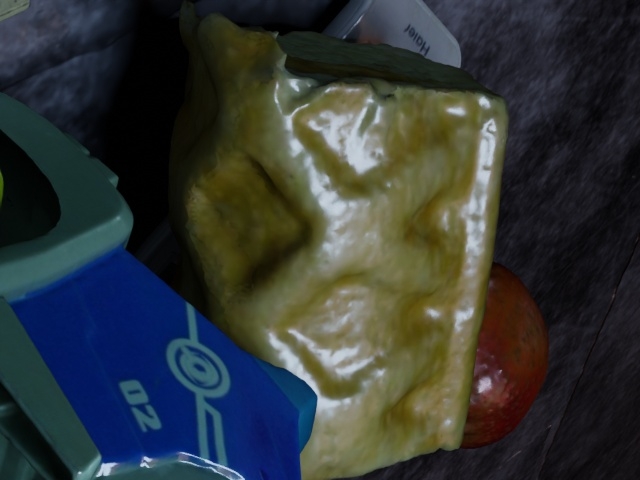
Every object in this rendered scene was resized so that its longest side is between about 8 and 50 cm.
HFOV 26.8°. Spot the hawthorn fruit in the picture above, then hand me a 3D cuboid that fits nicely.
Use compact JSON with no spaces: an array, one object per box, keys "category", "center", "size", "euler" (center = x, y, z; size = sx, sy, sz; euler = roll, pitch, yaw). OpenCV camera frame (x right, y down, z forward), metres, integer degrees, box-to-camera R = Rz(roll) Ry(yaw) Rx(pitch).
[{"category":"hawthorn fruit","center":[0.124,0.088,1.220],"size":[0.200,0.179,0.179],"euler":[-55,159,-30]}]

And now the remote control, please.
[{"category":"remote control","center":[-0.033,-0.045,0.919],"size":[0.313,0.055,0.109],"euler":[-49,136,2]}]

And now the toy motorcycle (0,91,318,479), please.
[{"category":"toy motorcycle","center":[-0.117,0.083,0.641],"size":[0.200,0.326,0.191],"euler":[-20,142,-50]}]

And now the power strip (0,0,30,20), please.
[{"category":"power strip","center":[-0.234,-0.089,0.557],"size":[0.268,0.034,0.092],"euler":[-33,150,-32]}]

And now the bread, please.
[{"category":"bread","center":[0.000,-0.001,0.790],"size":[0.238,0.196,0.252],"euler":[-1,105,-40]}]
